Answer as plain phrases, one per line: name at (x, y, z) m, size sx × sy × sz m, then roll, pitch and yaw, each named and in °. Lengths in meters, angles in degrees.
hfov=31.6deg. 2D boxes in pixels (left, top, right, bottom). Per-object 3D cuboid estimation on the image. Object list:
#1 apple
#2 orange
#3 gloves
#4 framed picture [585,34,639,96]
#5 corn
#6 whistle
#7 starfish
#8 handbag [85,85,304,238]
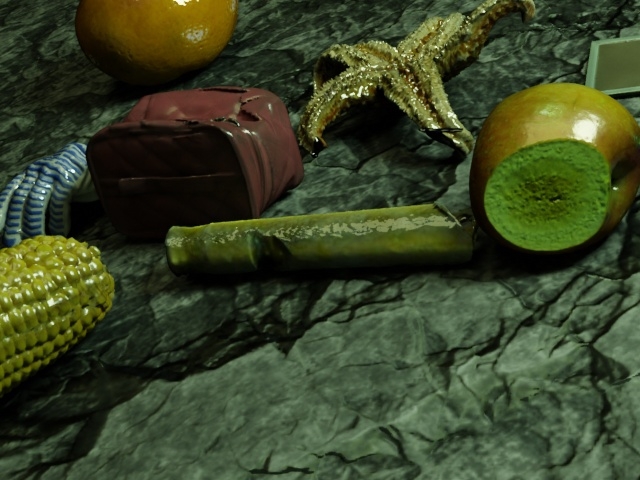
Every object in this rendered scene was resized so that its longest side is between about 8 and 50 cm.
apple at (0.221, -0.068, 1.056) m, size 0.147 × 0.146 × 0.163 m, roll 9°, pitch 38°, yaw 29°
orange at (-0.231, -0.317, 1.631) m, size 0.240 × 0.171 × 0.240 m, roll -15°, pitch 24°, yaw 7°
gloves at (-0.300, -0.067, 1.369) m, size 0.229 × 0.097 × 0.119 m, roll -36°, pitch 6°, yaw -19°
framed picture at (0.401, -0.207, 1.306) m, size 0.183 × 0.011 × 0.142 m, roll -5°, pitch 34°, yaw 20°
corn at (-0.375, 0.119, 1.065) m, size 0.387 × 0.144 × 0.144 m, roll -35°, pitch 36°, yaw -32°
whistle at (0.000, -0.001, 1.139) m, size 0.326 × 0.057 × 0.068 m, roll -5°, pitch 34°, yaw 19°
starfish at (0.114, -0.195, 1.343) m, size 0.312 × 0.113 × 0.303 m, roll -25°, pitch 29°, yaw 5°
handbag at (-0.141, -0.085, 1.258) m, size 0.225 × 0.146 × 0.135 m, roll 1°, pitch 31°, yaw 28°
